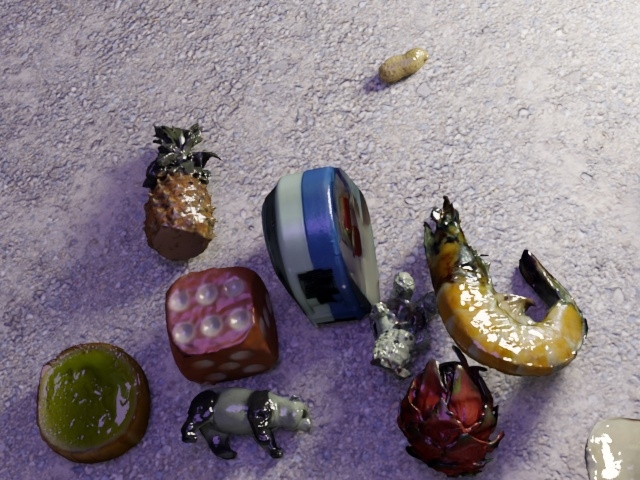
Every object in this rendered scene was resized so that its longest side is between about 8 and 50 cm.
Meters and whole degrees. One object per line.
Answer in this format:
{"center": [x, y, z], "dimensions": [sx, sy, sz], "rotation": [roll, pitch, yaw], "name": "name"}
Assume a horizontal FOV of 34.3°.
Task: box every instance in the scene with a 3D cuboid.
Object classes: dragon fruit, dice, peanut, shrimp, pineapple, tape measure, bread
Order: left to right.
{"center": [-0.429, 0.302, 1.942], "dimensions": [0.236, 0.070, 0.236], "rotation": [-5, 64, 11], "name": "bread"}
{"center": [-0.276, -0.116, 2.088], "dimensions": [0.170, 0.141, 0.310], "rotation": [-14, 54, 11], "name": "pineapple"}
{"center": [-0.182, 0.153, 1.900], "dimensions": [0.174, 0.179, 0.174], "rotation": [-14, 62, 9], "name": "dice"}
{"center": [0.000, 0.001, 1.900], "dimensions": [0.138, 0.262, 0.259], "rotation": [-16, 60, 16], "name": "tape measure"}
{"center": [0.172, -0.366, 2.151], "dimensions": [0.113, 0.054, 0.054], "rotation": [-24, 61, -3], "name": "peanut"}
{"center": [0.217, 0.297, 1.743], "dimensions": [0.182, 0.182, 0.189], "rotation": [-12, 51, 7], "name": "dragon fruit"}
{"center": [0.316, 0.067, 1.848], "dimensions": [0.272, 0.085, 0.445], "rotation": [-1, 42, -18], "name": "shrimp"}

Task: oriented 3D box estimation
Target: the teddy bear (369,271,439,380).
{"center": [0.131, 0.165, 1.855], "dimensions": [0.133, 0.111, 0.213], "rotation": [37, 51, -17], "name": "teddy bear"}

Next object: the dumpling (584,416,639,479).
{"center": [0.559, 0.422, 1.529], "dimensions": [0.395, 0.233, 0.315], "rotation": [37, 43, 8], "name": "dumpling"}

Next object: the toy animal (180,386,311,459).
{"center": [-0.128, 0.322, 1.857], "dimensions": [0.225, 0.094, 0.121], "rotation": [-2, 55, 13], "name": "toy animal"}
